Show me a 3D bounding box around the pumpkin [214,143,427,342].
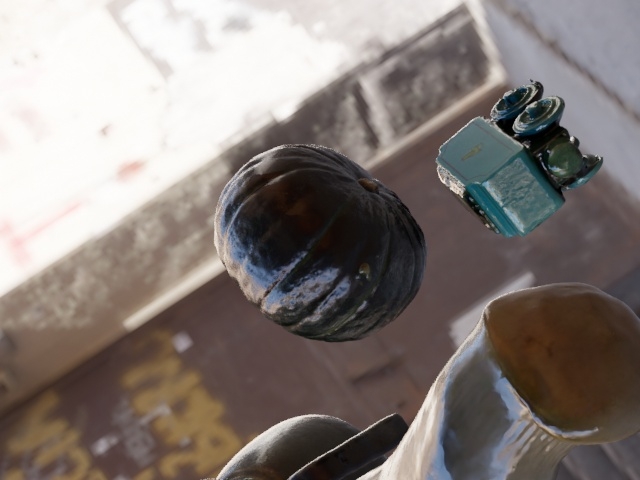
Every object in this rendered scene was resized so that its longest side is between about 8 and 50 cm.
[{"bbox_3d":[0.000,0.000,1.617,0.220,0.162,0.220,37,-162,-14],"label":"pumpkin"}]

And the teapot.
[{"bbox_3d":[-0.028,0.330,1.844,0.285,0.305,0.223,-16,-87,-54],"label":"teapot"}]

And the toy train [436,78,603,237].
[{"bbox_3d":[0.216,-0.088,1.784,0.107,0.154,0.198,50,-179,-20],"label":"toy train"}]

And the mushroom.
[{"bbox_3d":[0.068,0.150,0.924,0.159,0.122,0.328,44,127,20],"label":"mushroom"}]
